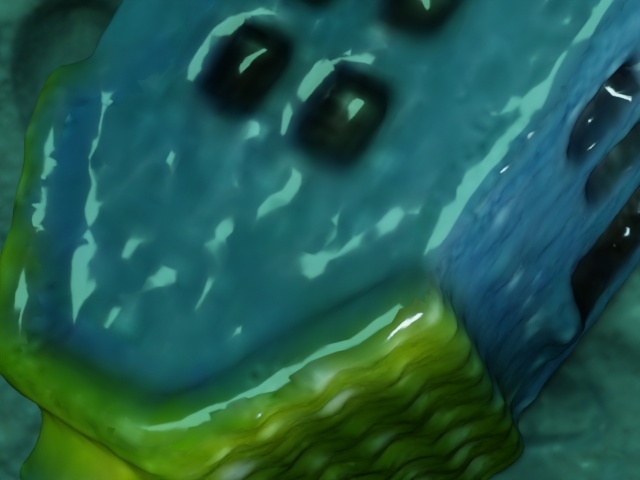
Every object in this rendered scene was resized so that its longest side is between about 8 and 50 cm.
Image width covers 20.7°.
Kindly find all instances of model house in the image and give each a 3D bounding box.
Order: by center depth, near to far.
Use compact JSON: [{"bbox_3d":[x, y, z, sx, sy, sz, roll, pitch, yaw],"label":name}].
[{"bbox_3d":[0.000,0.000,0.733,0.215,0.237,0.303,35,81,23],"label":"model house"}]
